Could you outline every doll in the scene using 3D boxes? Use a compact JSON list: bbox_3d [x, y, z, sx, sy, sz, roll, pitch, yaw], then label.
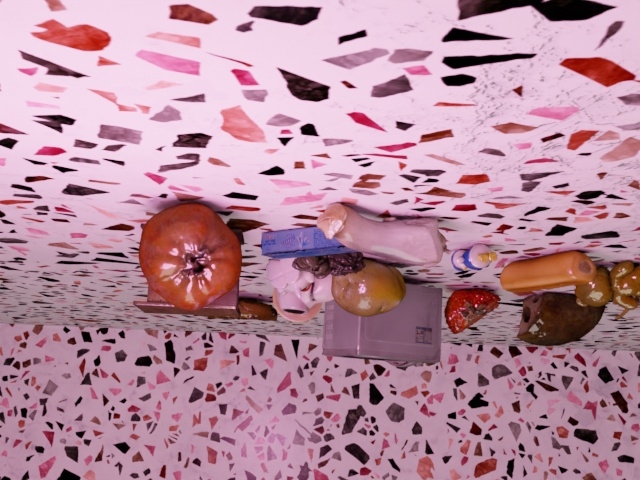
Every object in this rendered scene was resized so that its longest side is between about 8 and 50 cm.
[{"bbox_3d":[0.705,0.097,1.881,0.209,0.097,0.137,-8,127,15],"label":"doll"},{"bbox_3d":[-0.069,0.110,2.014,0.208,0.144,0.271,-30,156,28],"label":"doll"},{"bbox_3d":[0.330,0.039,1.758,0.098,0.058,0.143,-8,178,-25],"label":"doll"}]

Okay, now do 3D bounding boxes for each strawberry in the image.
[{"bbox_3d":[0.429,0.187,2.319,0.175,0.107,0.236,-35,167,-2],"label":"strawberry"}]

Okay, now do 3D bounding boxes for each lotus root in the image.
[{"bbox_3d":[0.730,0.244,2.403,0.313,0.142,0.210,8,165,-30],"label":"lotus root"}]

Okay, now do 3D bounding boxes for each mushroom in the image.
[{"bbox_3d":[0.121,-0.009,1.494,0.277,0.099,0.096,11,160,-21],"label":"mushroom"}]

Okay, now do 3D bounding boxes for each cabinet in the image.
[{"bbox_3d":[-0.277,0.068,1.720,0.215,0.175,0.148,2,167,-3],"label":"cabinet"}]

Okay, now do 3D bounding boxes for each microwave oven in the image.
[{"bbox_3d":[0.166,0.221,2.177,0.295,0.238,0.181,10,167,-34],"label":"microwave oven"}]

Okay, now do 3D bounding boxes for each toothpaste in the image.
[{"bbox_3d":[0.000,0.000,1.650,0.272,0.053,0.066,-7,169,33],"label":"toothpaste"}]

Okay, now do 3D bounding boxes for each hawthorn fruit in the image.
[{"bbox_3d":[-0.249,0.020,1.523,0.199,0.200,0.251,5,-169,-13],"label":"hawthorn fruit"}]

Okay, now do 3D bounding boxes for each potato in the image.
[{"bbox_3d":[0.124,0.111,1.955,0.193,0.157,0.157,-4,175,-41],"label":"potato"}]

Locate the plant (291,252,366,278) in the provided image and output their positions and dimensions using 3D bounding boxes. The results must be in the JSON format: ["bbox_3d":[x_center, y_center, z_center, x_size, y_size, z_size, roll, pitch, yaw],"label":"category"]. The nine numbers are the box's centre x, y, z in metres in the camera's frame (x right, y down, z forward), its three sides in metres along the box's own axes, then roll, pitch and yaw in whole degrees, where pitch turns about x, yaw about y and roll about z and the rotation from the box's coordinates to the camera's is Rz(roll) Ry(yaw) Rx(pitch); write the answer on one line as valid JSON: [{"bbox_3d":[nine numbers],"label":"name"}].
[{"bbox_3d":[0.024,0.048,1.755,0.174,0.087,0.085,-1,138,-27],"label":"plant"}]

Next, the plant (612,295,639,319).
[{"bbox_3d":[0.775,0.142,1.997,0.116,0.122,0.104,3,158,32],"label":"plant"}]

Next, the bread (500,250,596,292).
[{"bbox_3d":[0.511,0.072,1.818,0.092,0.074,0.239,8,167,-31],"label":"bread"}]

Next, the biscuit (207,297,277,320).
[{"bbox_3d":[-0.287,0.228,2.667,0.295,0.075,0.296,2,173,0],"label":"biscuit"}]
